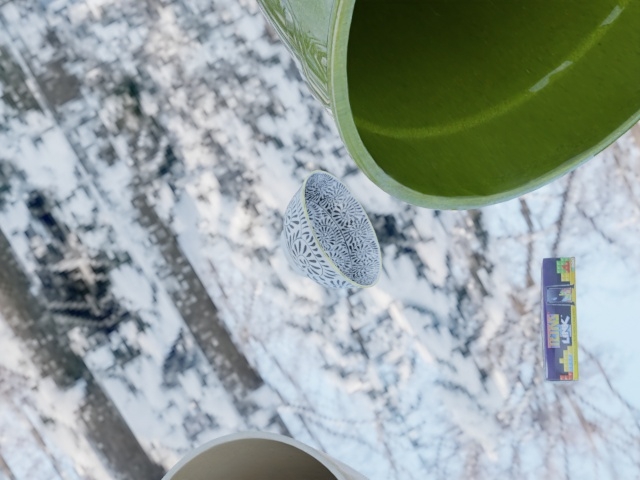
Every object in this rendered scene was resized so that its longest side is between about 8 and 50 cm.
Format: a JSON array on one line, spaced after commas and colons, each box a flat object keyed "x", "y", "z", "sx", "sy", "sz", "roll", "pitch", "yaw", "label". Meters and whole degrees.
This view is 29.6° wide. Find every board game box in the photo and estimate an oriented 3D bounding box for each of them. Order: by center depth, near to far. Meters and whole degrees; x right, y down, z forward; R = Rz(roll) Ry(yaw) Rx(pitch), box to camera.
[{"x": 0.336, "y": 0.115, "z": 1.707, "sx": 0.048, "sy": 0.170, "sz": 0.141, "roll": -2, "pitch": 171, "yaw": 10, "label": "board game box"}]

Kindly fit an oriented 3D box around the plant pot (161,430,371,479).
[{"x": 0.001, "y": 0.323, "z": 1.151, "sx": 0.256, "sy": 0.256, "sz": 0.274, "roll": -24, "pitch": 156, "yaw": 22, "label": "plant pot"}]

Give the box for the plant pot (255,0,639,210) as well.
[{"x": 0.066, "y": -0.270, "z": 0.838, "sx": 0.366, "sy": 0.366, "sz": 0.353, "roll": -32, "pitch": -127, "yaw": -13, "label": "plant pot"}]

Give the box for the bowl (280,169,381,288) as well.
[{"x": 0.000, "y": 0.000, "z": 1.596, "sx": 0.080, "sy": 0.170, "sz": 0.170, "roll": -28, "pitch": -168, "yaw": 26, "label": "bowl"}]
